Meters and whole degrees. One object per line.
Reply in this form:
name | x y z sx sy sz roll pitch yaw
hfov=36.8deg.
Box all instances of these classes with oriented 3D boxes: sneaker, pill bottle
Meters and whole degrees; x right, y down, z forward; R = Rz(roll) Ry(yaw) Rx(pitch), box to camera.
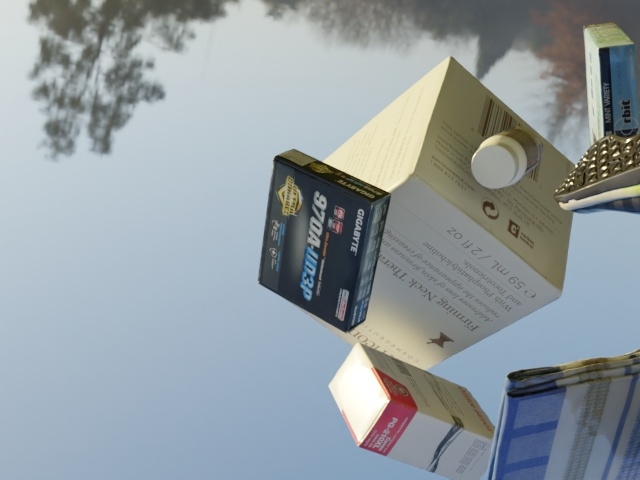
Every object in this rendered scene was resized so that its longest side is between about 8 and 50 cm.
sneaker | 0.300 -0.043 0.881 0.097 0.084 0.235 41 171 -9
pill bottle | 0.275 -0.123 1.430 0.078 0.078 0.137 24 -156 19

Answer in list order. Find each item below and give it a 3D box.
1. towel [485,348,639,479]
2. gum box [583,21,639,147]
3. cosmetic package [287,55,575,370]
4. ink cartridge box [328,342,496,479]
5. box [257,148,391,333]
towel | 0.308 0.189 1.001 0.285 0.209 0.034 -10 -141 -13
gum box | 0.325 -0.154 1.075 0.041 0.156 0.184 -5 -162 12
cosmetic package | 0.182 -0.026 1.665 0.329 0.394 0.327 36 -135 -16
ink cartridge box | 0.154 0.281 1.550 0.237 0.100 0.172 25 -164 -25
box | 0.000 0.000 1.381 0.175 0.220 0.051 28 -145 27
